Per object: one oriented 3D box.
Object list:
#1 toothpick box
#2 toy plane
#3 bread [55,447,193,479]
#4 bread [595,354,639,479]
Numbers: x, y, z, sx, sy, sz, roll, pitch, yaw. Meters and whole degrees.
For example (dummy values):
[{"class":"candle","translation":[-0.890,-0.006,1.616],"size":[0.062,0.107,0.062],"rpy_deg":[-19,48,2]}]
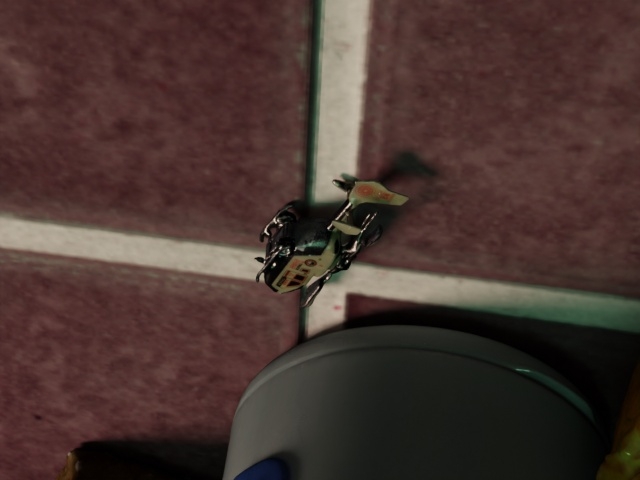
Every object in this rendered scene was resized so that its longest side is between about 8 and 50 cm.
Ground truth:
[{"class":"toothpick box","translation":[0.030,0.243,0.943],"size":[0.263,0.355,0.263],"rpy_deg":[6,140,5]},{"class":"toy plane","translation":[0.000,0.000,0.918],"size":[0.049,0.031,0.121],"rpy_deg":[19,142,-18]},{"class":"bread","translation":[0.002,0.281,1.147],"size":[0.416,0.165,0.113],"rpy_deg":[22,133,-12]},{"class":"bread","translation":[0.277,0.135,0.932],"size":[0.268,0.146,0.268],"rpy_deg":[9,140,8]}]
